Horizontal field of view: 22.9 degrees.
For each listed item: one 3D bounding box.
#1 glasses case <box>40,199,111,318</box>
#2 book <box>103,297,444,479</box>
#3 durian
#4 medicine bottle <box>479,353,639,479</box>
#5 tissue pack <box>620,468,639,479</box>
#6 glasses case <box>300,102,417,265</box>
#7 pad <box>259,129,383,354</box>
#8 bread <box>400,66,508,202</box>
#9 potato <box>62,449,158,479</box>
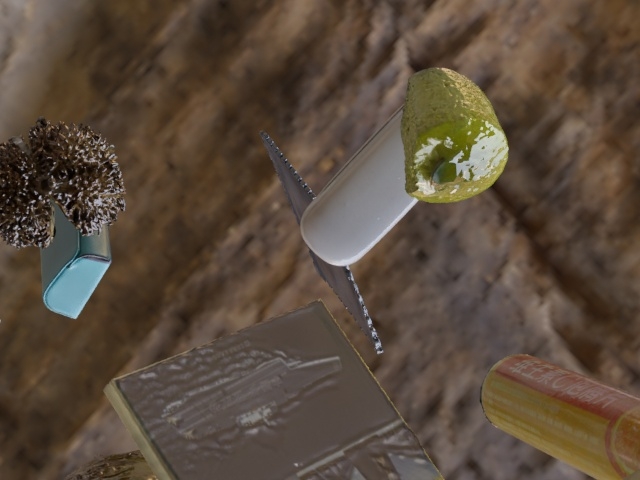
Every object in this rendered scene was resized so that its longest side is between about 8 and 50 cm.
[{"bbox_3d":[-0.358,-0.031,2.255,0.117,0.070,0.301,-55,-153,26],"label":"glasses case"},{"bbox_3d":[0.010,0.235,1.346,0.262,0.374,0.028,-19,159,-46],"label":"book"},{"bbox_3d":[-0.332,-0.065,1.947,0.196,0.167,0.196,-34,-176,3],"label":"durian"},{"bbox_3d":[0.273,0.189,1.571,0.108,0.108,0.426,-47,-166,-8],"label":"medicine bottle"},{"bbox_3d":[0.110,0.301,0.855,0.380,0.207,0.297,-38,179,24],"label":"tissue pack"},{"bbox_3d":[0.073,-0.070,1.865,0.233,0.092,0.059,-48,-165,-4],"label":"glasses case"},{"bbox_3d":[0.000,0.000,2.203,0.012,0.269,0.269,-26,-145,-7],"label":"pad"},{"bbox_3d":[0.140,-0.113,1.708,0.129,0.111,0.114,104,-21,-49],"label":"bread"},{"bbox_3d":[-0.217,0.315,1.710,0.246,0.196,0.299,-27,-150,-2],"label":"potato"}]
